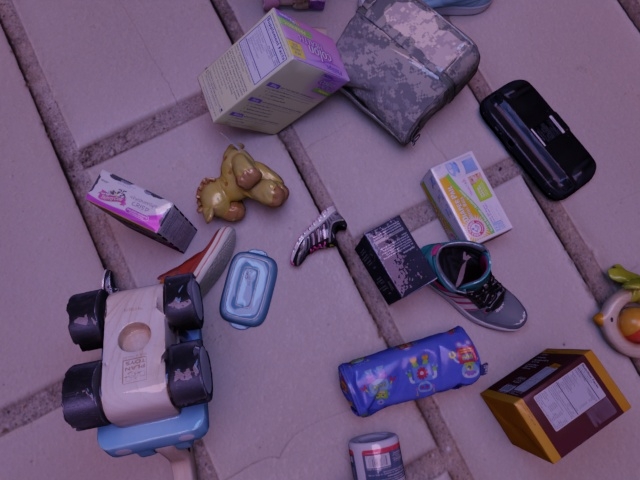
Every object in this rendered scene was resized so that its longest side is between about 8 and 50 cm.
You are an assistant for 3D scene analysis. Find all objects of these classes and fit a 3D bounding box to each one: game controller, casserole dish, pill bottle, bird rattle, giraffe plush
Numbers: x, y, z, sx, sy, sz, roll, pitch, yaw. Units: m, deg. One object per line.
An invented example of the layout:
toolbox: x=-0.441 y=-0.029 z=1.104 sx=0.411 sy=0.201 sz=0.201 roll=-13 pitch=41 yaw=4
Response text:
game controller: x=0.540 y=-0.254 z=1.233 sx=0.166 sy=0.067 sz=0.319 roll=-32 pitch=81 yaw=-23
casserole dish: x=-0.165 y=0.108 z=1.133 sx=0.114 sy=0.037 sz=0.189 roll=13 pitch=77 yaw=0
pill bottle: x=0.123 y=0.500 z=1.026 sx=0.107 sy=0.108 sz=0.180 roll=-8 pitch=79 yaw=-4
bird rattle: x=0.742 y=0.175 z=1.137 sx=0.207 sy=0.143 sz=0.253 roll=-42 pitch=96 yaw=2
giraffe plush: x=-0.198 y=-0.112 z=1.126 sx=0.210 sy=0.181 sz=0.170 roll=42 pitch=101 yaw=-4

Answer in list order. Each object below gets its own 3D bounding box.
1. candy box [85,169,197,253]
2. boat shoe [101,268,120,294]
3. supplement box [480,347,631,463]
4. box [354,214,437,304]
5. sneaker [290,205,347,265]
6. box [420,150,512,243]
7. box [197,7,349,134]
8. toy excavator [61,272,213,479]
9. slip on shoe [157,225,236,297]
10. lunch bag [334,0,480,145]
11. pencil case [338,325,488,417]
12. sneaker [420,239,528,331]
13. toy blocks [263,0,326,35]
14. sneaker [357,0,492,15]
candy box: x=-0.368 y=-0.052 z=1.057 sx=0.159 sy=0.233 sz=0.071 roll=25 pitch=78 yaw=3
boat shoe: x=-0.464 y=0.126 z=1.111 sx=0.038 sy=0.046 sz=0.125 roll=-4 pitch=81 yaw=-3
supplement box: x=0.475 y=0.330 z=1.032 sx=0.194 sy=0.191 sz=0.129 roll=-31 pitch=81 yaw=-7
box: x=0.160 y=0.048 z=1.098 sx=0.093 sy=0.156 sz=0.158 roll=-28 pitch=81 yaw=-9
sneaker: x=0.000 y=0.000 z=1.147 sx=0.074 sy=0.063 sz=0.170 roll=37 pitch=74 yaw=12
box: x=0.335 y=-0.084 z=1.158 sx=0.114 sy=0.103 sz=0.203 roll=-24 pitch=80 yaw=-7
box: x=-0.101 y=-0.353 z=1.089 sx=0.242 sy=0.213 sz=0.118 roll=-27 pitch=78 yaw=33
toy excavator: x=-0.289 y=0.343 z=0.954 sx=0.222 sy=0.445 sz=0.433 roll=-12 pitch=53 yaw=-6
slip on shoe: x=-0.306 y=0.095 z=1.093 sx=0.101 sy=0.123 sz=0.331 roll=37 pitch=84 yaw=9
lunch bag: x=0.177 y=-0.406 z=1.167 sx=0.305 sy=0.212 sz=0.256 roll=43 pitch=100 yaw=7
pencil case: x=0.193 y=0.285 z=1.069 sx=0.305 sy=0.119 sz=0.133 roll=-16 pitch=90 yaw=-6
sneaker: x=0.346 y=0.095 z=1.083 sx=0.295 sy=0.178 sz=0.124 roll=32 pitch=79 yaw=4
toy blocks: x=-0.107 y=-0.651 z=1.166 sx=0.259 sy=0.288 sz=0.309 roll=-1 pitch=81 yaw=-6
sneaker: x=0.276 y=-0.647 z=1.250 sx=0.365 sy=0.150 sz=0.135 roll=-12 pitch=78 yaw=-5
